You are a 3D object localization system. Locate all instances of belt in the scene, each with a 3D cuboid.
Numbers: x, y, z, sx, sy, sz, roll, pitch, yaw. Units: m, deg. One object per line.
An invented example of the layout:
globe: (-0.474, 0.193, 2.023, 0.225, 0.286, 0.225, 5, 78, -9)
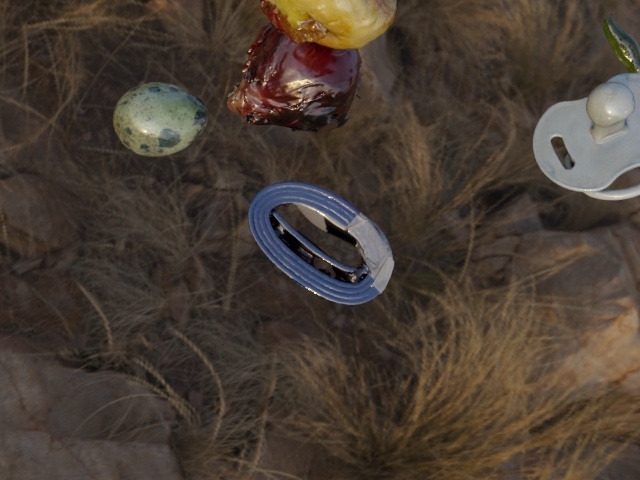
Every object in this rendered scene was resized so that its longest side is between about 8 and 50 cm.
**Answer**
belt: (0.000, 0.000, 1.715, 0.347, 0.117, 0.212, 35, 89, -1)

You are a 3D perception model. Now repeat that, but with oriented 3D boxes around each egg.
egg: (-0.305, -0.232, 1.469, 0.182, 0.141, 0.141, -7, 73, -3)

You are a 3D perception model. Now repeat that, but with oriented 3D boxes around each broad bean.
broad bean: (0.780, -0.425, 1.888, 0.297, 0.060, 0.043, 59, 11, -5)

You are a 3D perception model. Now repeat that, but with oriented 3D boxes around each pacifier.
pacifier: (0.541, -0.209, 1.430, 0.226, 0.287, 0.238, 40, 30, -61)

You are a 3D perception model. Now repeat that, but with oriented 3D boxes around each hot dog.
hot dog: (-0.002, -0.460, 1.154, 0.185, 0.223, 0.405, 38, 51, -43)

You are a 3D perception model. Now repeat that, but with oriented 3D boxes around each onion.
onion: (-0.027, -0.311, 1.471, 0.281, 0.281, 0.221, -29, 82, -41)
